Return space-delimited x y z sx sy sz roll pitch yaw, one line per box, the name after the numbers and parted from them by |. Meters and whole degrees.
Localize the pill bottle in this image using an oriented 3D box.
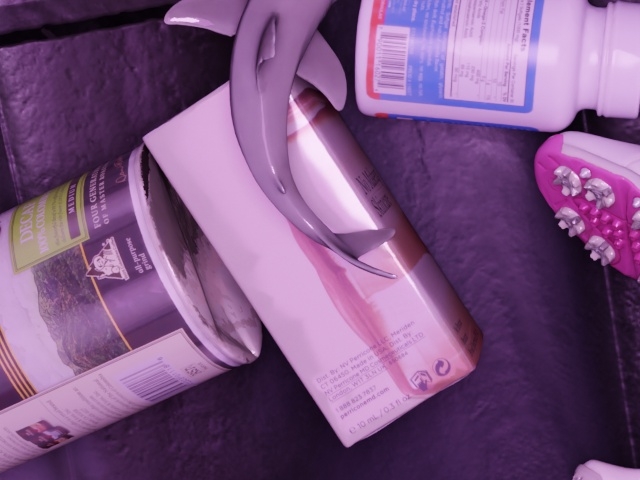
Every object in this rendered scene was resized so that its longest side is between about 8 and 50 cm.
0.144 -0.150 1.420 0.222 0.124 0.124 6 101 8 | pill bottle

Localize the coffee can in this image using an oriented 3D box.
-0.214 0.063 1.481 0.275 0.201 0.201 -25 95 12 | coffee can

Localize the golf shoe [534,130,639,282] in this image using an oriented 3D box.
0.314 -0.017 1.378 0.306 0.115 0.140 29 60 21 | golf shoe

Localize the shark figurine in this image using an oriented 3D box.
-0.025 -0.104 1.315 0.166 0.116 0.278 -4 86 -8 | shark figurine

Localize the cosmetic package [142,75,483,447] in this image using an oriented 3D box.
0.000 0.000 1.459 0.129 0.153 0.296 -33 94 12 | cosmetic package

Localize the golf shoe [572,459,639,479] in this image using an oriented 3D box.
0.301 0.203 1.496 0.176 0.069 0.086 19 82 3 | golf shoe
